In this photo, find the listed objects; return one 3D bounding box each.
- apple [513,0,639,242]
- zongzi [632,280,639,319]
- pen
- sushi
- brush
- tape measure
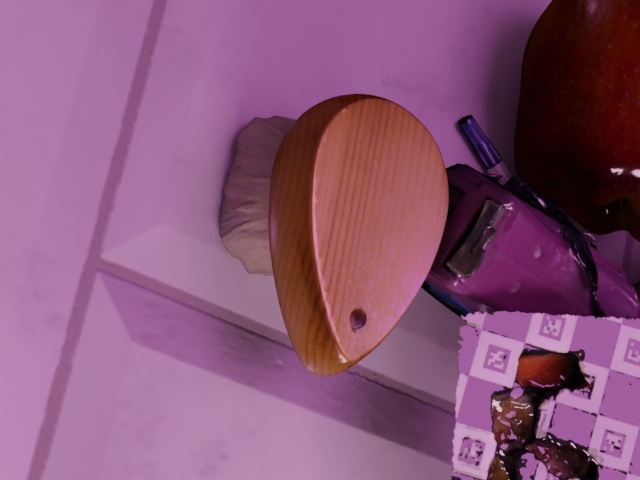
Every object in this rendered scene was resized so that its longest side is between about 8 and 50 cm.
[{"bbox_3d":[0.356,-0.158,1.590,0.288,0.288,0.317,29,71,-29],"label":"apple"},{"bbox_3d":[0.499,0.188,1.633,0.418,0.181,0.447,-38,105,-23],"label":"zongzi"},{"bbox_3d":[0.212,-0.051,1.612,0.025,0.025,0.204,-44,106,-36],"label":"pen"},{"bbox_3d":[0.199,0.204,1.327,0.192,0.043,0.280,2,87,-11],"label":"sushi"},{"bbox_3d":[0.000,0.000,1.344,0.174,0.166,0.267,26,65,-32],"label":"brush"},{"bbox_3d":[0.197,0.024,1.432,0.231,0.245,0.149,30,94,-26],"label":"tape measure"}]
